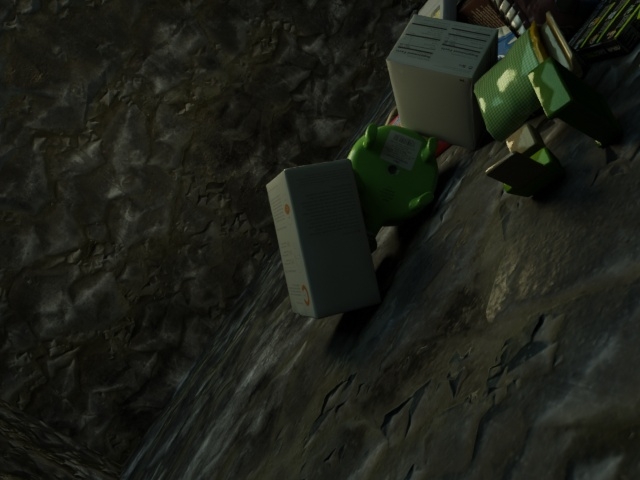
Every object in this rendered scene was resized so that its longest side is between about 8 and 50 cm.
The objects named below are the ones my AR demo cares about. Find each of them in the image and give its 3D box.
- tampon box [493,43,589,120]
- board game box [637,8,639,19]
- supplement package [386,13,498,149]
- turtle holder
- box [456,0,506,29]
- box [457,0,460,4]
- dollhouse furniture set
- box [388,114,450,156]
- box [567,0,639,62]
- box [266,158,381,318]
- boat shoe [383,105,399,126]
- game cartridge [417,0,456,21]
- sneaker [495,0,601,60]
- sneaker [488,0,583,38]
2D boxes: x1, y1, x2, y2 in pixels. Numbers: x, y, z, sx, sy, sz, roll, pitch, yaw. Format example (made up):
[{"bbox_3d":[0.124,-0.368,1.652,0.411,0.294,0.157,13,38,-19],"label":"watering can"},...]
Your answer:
[{"bbox_3d":[0.442,-0.337,1.094,0.101,0.120,0.161,-59,13,-14],"label":"tampon box"},{"bbox_3d":[0.594,-0.461,0.858,0.092,0.043,0.181,-108,26,-75],"label":"board game box"},{"bbox_3d":[0.295,-0.368,1.243,0.145,0.204,0.262,-60,-27,-16],"label":"supplement package"},{"bbox_3d":[0.178,-0.126,1.369,0.227,0.244,0.320,114,149,-76],"label":"turtle holder"},{"bbox_3d":[0.541,-0.679,1.508,0.143,0.191,0.381,-56,13,-14],"label":"box"},{"bbox_3d":[0.563,-0.781,1.748,0.130,0.171,0.091,-51,12,10],"label":"box"},{"bbox_3d":[0.339,-0.257,0.909,0.197,0.151,0.301,-41,46,42],"label":"dollhouse furniture set"},{"bbox_3d":[0.295,-0.322,1.567,0.300,0.142,0.154,-40,18,48],"label":"box"},{"bbox_3d":[0.584,-0.437,1.020,0.190,0.045,0.184,-53,14,2],"label":"box"},{"bbox_3d":[0.000,0.000,1.281,0.169,0.345,0.215,-12,0,-18],"label":"box"},{"bbox_3d":[0.259,-0.372,1.873,0.355,0.132,0.130,-55,12,-12],"label":"boat shoe"},{"bbox_3d":[0.352,-0.629,1.629,0.196,0.060,0.294,166,112,-71],"label":"game cartridge"},{"bbox_3d":[0.510,-0.467,1.252,0.330,0.130,0.147,-26,59,45],"label":"sneaker"},{"bbox_3d":[0.470,-0.547,1.153,0.163,0.281,0.106,-36,-15,24],"label":"sneaker"}]
